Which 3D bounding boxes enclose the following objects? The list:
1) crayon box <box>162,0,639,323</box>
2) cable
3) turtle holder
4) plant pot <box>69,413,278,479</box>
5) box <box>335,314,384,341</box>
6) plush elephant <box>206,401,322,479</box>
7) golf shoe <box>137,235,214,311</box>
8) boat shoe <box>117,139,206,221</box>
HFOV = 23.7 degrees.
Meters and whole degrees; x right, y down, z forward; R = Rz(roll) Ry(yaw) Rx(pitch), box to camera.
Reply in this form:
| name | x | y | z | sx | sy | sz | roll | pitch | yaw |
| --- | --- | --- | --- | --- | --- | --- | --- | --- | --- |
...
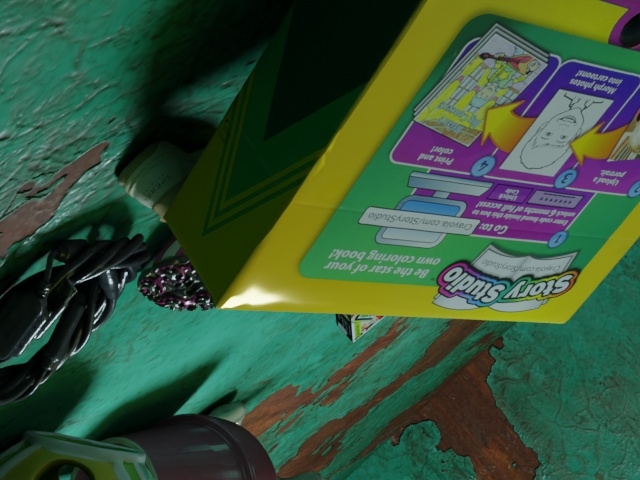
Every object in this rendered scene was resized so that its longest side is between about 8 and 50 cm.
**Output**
| name | x | y | z | sx | sy | sz | roll | pitch | yaw |
| --- | --- | --- | --- | --- | --- | --- | --- | --- | --- |
| crayon box | 0.120 | -0.086 | 1.067 | 0.363 | 0.106 | 0.313 | 5 | 131 | -42 |
| cable | -0.206 | 0.058 | 1.161 | 0.184 | 0.047 | 0.150 | -52 | 168 | 31 |
| turtle holder | -0.252 | 0.291 | 1.378 | 0.320 | 0.243 | 0.227 | 27 | 74 | -65 |
| plant pot | -0.175 | 0.289 | 1.691 | 0.201 | 0.201 | 0.180 | -45 | 151 | 17 |
| box | 0.071 | 0.061 | 1.935 | 0.114 | 0.036 | 0.207 | -39 | 167 | -8 |
| plush elephant | -0.111 | 0.362 | 1.968 | 0.272 | 0.330 | 0.255 | 119 | -8 | -66 |
| golf shoe | -0.074 | -0.003 | 1.254 | 0.186 | 0.067 | 0.086 | -27 | -141 | 30 |
| boat shoe | -0.091 | -0.033 | 1.134 | 0.063 | 0.059 | 0.170 | -44 | 166 | 15 |
